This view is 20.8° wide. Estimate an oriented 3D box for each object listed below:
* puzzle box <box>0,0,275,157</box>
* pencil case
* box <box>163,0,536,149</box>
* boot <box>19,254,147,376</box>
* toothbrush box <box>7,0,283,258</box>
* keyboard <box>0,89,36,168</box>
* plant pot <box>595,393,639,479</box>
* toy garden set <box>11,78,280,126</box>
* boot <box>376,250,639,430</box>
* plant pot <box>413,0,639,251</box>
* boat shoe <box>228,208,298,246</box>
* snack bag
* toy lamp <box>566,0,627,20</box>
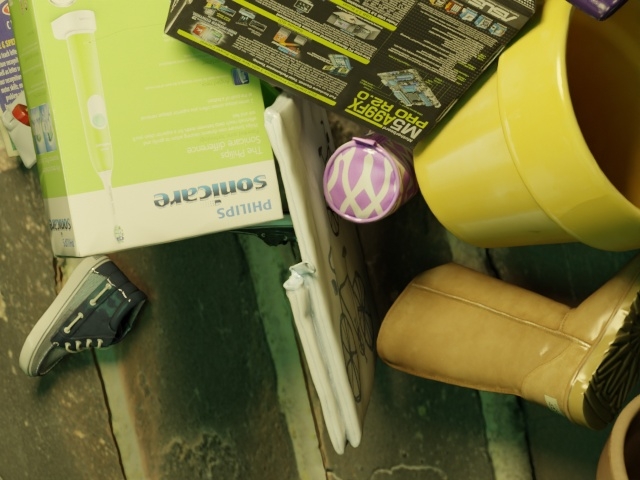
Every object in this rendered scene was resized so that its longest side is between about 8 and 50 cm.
[{"bbox_3d":[-0.222,-0.265,1.947,0.409,0.052,0.272,-11,98,30],"label":"puzzle box"},{"bbox_3d":[0.065,-0.078,1.759,0.086,0.206,0.088,18,108,9],"label":"pencil case"},{"bbox_3d":[0.025,-0.214,1.569,0.270,0.060,0.216,24,138,-16],"label":"box"},{"bbox_3d":[-0.283,0.110,2.066,0.086,0.069,0.190,42,117,16],"label":"boot"},{"bbox_3d":[-0.171,-0.138,1.673,0.122,0.206,0.283,176,83,-69],"label":"toothbrush box"},{"bbox_3d":[-0.280,-0.172,1.935,0.256,0.014,0.072,-39,80,42],"label":"keyboard"},{"bbox_3d":[0.364,0.304,1.688,0.263,0.263,0.229,35,134,16],"label":"plant pot"},{"bbox_3d":[-0.187,-0.150,1.816,0.244,0.049,0.204,41,105,9],"label":"toy garden set"},{"bbox_3d":[0.217,0.062,1.756,0.269,0.236,0.089,17,148,45],"label":"boot"},{"bbox_3d":[0.226,-0.098,1.653,0.239,0.254,0.254,-23,92,47],"label":"plant pot"},{"bbox_3d":[-0.045,-0.012,1.920,0.142,0.049,0.040,0,103,26],"label":"boat shoe"},{"bbox_3d":[0.000,0.000,1.728,0.037,0.323,0.342,-12,105,9],"label":"snack bag"},{"bbox_3d":[0.161,-0.299,1.471,0.275,0.080,0.080,46,119,5],"label":"toy lamp"}]
